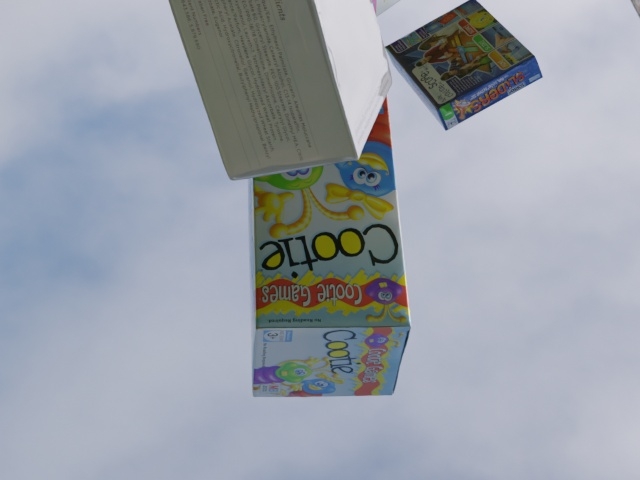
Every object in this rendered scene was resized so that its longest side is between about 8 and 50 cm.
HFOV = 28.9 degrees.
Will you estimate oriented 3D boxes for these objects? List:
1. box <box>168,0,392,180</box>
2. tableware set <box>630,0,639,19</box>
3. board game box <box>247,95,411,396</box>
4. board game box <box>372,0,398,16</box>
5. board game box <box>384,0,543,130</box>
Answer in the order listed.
[{"bbox_3d":[-0.028,-0.174,1.066,0.119,0.182,0.181,-9,-155,18],"label":"box"},{"bbox_3d":[0.413,-0.269,1.359,0.128,0.194,0.039,-48,-117,8],"label":"tableware set"},{"bbox_3d":[0.000,0.000,1.227,0.142,0.144,0.275,0,-123,-5],"label":"board game box"},{"bbox_3d":[0.032,-0.375,1.201,0.097,0.303,0.224,14,-147,24],"label":"board game box"},{"bbox_3d":[0.175,-0.225,1.557,0.136,0.035,0.201,-28,-145,1],"label":"board game box"}]
